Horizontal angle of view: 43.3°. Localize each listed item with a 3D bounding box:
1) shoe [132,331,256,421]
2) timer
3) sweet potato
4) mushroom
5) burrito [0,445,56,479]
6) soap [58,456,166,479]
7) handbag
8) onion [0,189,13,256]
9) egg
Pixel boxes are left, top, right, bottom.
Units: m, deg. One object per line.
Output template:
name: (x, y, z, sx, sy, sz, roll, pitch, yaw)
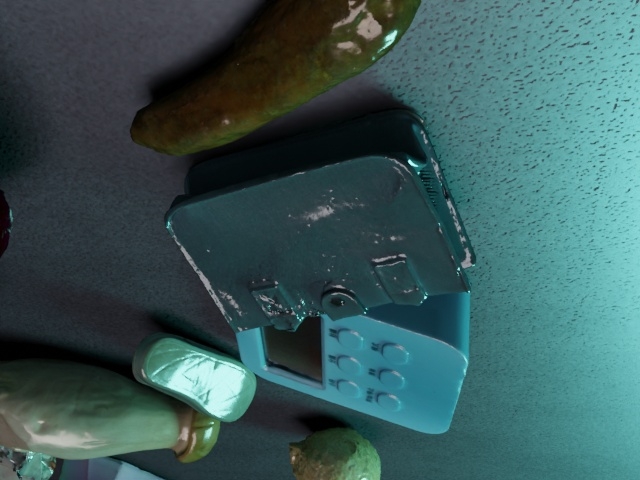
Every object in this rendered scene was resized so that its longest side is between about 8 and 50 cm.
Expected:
shoe: (-0.160, 0.157, 0.980, 0.078, 0.079, 0.195, 25, 172, 41)
timer: (0.025, 0.112, 0.856, 0.249, 0.091, 0.232, 6, 147, 7)
sweet potato: (-0.035, -0.118, 0.546, 0.075, 0.075, 0.273, 31, 142, -32)
mushroom: (-0.301, 0.221, 1.038, 0.350, 0.128, 0.128, 12, 146, -16)
burrito: (-0.497, 0.352, 1.274, 0.139, 0.101, 0.445, 37, 138, -14)
soap: (-0.352, 0.488, 1.445, 0.192, 0.109, 0.324, -2, 146, 11)
handbag: (0.000, 0.000, 0.676, 0.229, 0.062, 0.179, -11, 126, 23)
onion: (-0.364, -0.033, 0.613, 0.252, 0.219, 0.252, 10, -173, -1)
egg: (0.023, 0.321, 1.134, 0.140, 0.116, 0.118, 37, 163, -31)
